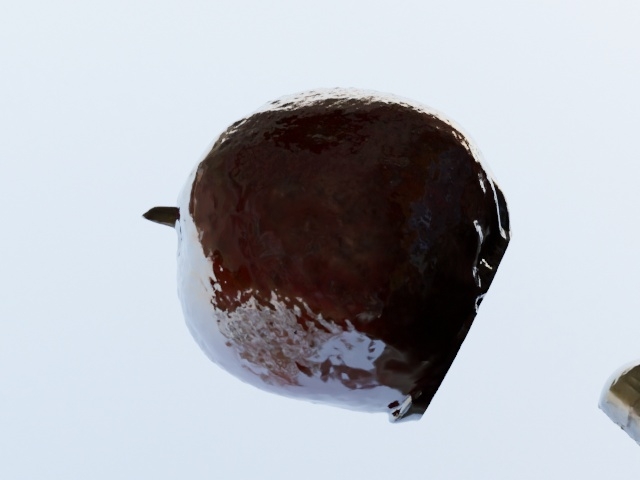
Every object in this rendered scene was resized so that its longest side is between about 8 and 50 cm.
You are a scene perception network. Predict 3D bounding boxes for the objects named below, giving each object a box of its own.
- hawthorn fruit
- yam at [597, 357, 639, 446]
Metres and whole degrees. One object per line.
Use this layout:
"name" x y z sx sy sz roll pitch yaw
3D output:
"hawthorn fruit" 0.000 0.000 0.813 0.249 0.215 0.215 7 -135 20
"yam" 0.326 0.200 0.823 0.081 0.081 0.357 -30 -130 -16
